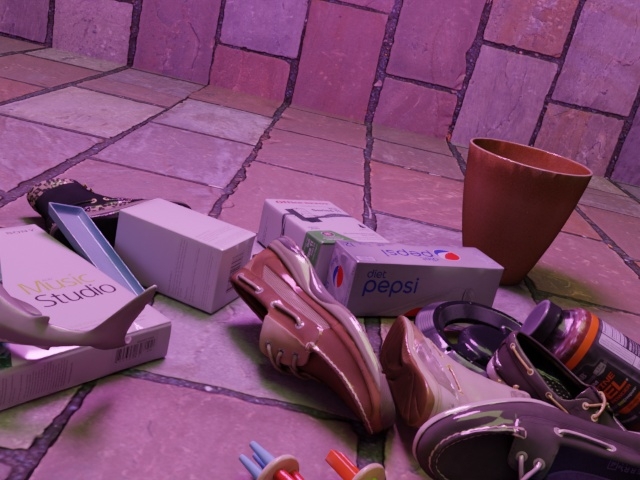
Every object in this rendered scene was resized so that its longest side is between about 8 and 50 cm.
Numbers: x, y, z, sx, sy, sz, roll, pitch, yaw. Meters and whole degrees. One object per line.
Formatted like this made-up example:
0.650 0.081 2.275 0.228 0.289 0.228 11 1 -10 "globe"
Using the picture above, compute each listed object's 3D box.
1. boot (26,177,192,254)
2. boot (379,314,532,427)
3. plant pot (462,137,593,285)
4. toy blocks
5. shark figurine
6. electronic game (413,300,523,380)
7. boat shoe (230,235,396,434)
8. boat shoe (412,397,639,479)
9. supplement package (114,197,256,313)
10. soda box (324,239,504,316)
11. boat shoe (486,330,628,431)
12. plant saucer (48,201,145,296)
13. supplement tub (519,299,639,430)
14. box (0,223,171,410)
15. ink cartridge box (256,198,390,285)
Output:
-0.352 -0.054 1.137 0.236 0.085 0.179 -12 32 -36 "boot"
0.167 0.178 0.853 0.165 0.077 0.213 19 16 -13 "boot"
0.375 -0.050 1.357 0.237 0.254 0.237 12 21 -5 "plant pot"
0.004 0.233 0.650 0.123 0.054 0.148 -7 28 -43 "toy blocks"
-0.324 0.047 0.702 0.278 0.116 0.166 20 23 21 "shark figurine"
0.245 0.161 1.004 0.229 0.048 0.229 16 27 -8 "electronic game"
-0.018 0.127 0.871 0.116 0.123 0.324 -28 43 -12 "boat shoe"
0.265 0.242 0.711 0.335 0.112 0.095 12 15 -14 "boat shoe"
-0.205 0.018 1.021 0.179 0.105 0.105 20 21 17 "supplement package"
0.156 0.066 1.134 0.286 0.098 0.091 4 21 -26 "soda box"
0.310 0.205 0.848 0.081 0.068 0.228 -18 49 -44 "boat shoe"
-0.314 0.019 0.961 0.192 0.018 0.067 47 14 21 "plant saucer"
0.371 0.163 0.929 0.198 0.106 0.106 33 22 4 "supplement tub"
-0.373 0.074 0.832 0.322 0.058 0.232 26 23 33 "box"
0.000 0.000 1.227 0.153 0.086 0.208 0 23 -35 "ink cartridge box"
